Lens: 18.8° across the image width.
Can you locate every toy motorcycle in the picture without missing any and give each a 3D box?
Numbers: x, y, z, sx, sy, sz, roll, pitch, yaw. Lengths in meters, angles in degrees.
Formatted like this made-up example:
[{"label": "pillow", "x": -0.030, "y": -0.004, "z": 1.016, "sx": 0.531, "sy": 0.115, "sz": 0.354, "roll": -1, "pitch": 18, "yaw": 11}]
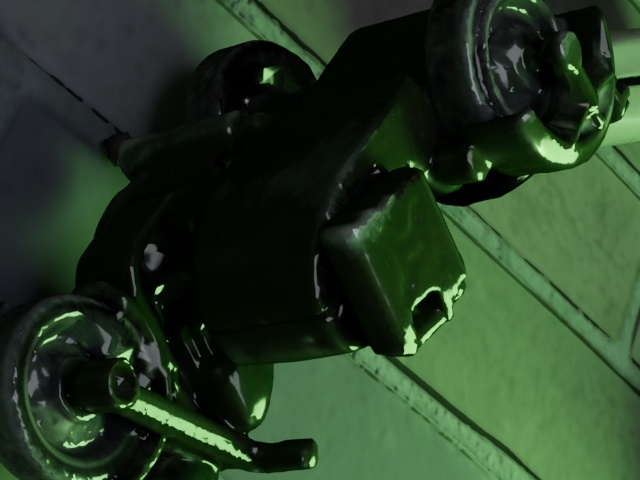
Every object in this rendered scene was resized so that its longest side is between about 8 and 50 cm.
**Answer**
[{"label": "toy motorcycle", "x": 0.000, "y": 0.000, "z": 0.763, "sx": 0.127, "sy": 0.205, "sz": 0.275, "roll": 56, "pitch": 45, "yaw": -27}]

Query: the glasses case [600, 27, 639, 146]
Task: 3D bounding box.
[{"label": "glasses case", "x": 0.145, "y": -0.078, "z": 1.000, "sx": 0.233, "sy": 0.092, "sz": 0.059, "roll": -12, "pitch": 91, "yaw": -48}]
